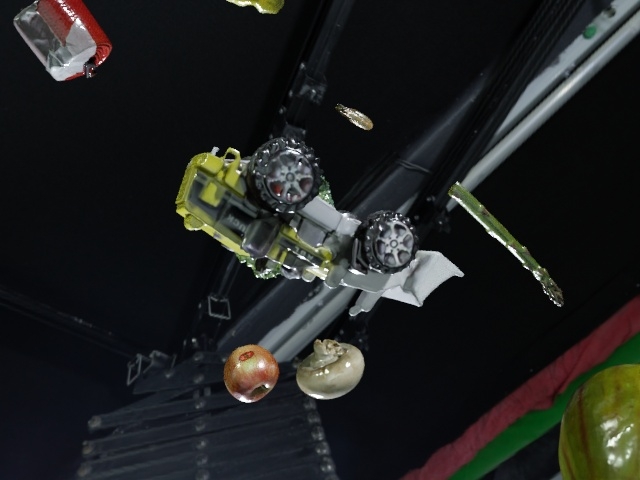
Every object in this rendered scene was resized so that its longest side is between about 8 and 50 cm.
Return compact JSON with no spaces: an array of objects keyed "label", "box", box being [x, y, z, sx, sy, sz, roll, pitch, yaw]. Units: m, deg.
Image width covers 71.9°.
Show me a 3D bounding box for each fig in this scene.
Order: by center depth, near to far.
[{"label":"fig","box":[0.260,0.219,0.355,0.259,0.151,0.152,-33,-43,-44]}]

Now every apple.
[{"label":"apple","box":[-0.183,0.346,1.159,0.146,0.131,0.147,-22,-43,-22]}]

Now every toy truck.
[{"label":"toy truck","box":[0.000,0.000,0.434,0.285,0.136,0.111,29,-99,-22]}]

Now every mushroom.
[{"label":"mushroom","box":[0.028,0.404,1.417,0.226,0.226,0.178,-19,-75,-5]}]

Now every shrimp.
[{"label":"shrimp","box":[0.080,-0.298,1.049,0.108,0.059,0.023,26,-51,-24]}]

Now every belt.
[{"label":"belt","box":[-0.471,-0.371,0.832,0.128,0.200,0.124,-38,-68,-14]}]

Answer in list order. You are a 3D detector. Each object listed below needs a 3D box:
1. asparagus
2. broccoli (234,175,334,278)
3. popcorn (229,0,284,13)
[{"label":"asparagus","box":[0.277,0.007,0.642,0.248,0.025,0.024,44,-94,-7]},{"label":"broccoli","box":[-0.101,-0.041,1.142,0.259,0.288,0.235,19,-30,6]},{"label":"popcorn","box":[-0.104,-0.471,0.664,0.169,0.218,0.189,35,-31,5]}]
